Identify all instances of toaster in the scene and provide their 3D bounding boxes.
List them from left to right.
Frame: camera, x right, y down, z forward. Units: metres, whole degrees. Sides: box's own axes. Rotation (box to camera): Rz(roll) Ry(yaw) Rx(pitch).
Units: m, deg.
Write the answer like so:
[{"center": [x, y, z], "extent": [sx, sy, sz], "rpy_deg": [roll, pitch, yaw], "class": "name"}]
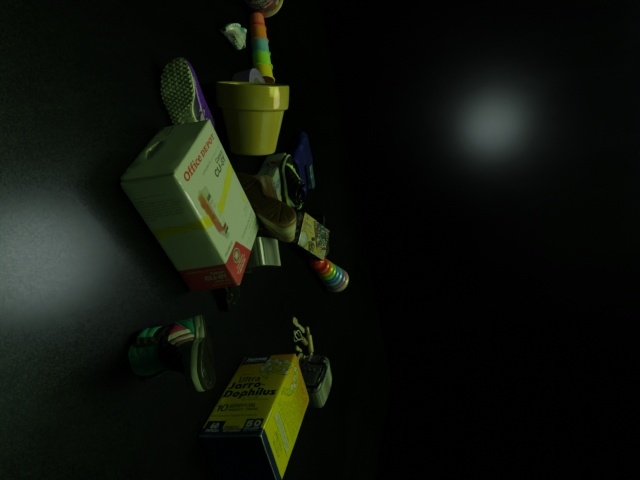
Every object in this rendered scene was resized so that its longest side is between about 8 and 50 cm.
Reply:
[{"center": [-0.226, 0.043, 1.521], "extent": [0.168, 0.186, 0.110], "rpy_deg": [12, 66, -73], "class": "toaster"}, {"center": [-0.027, 0.626, 2.007], "extent": [0.227, 0.129, 0.146], "rpy_deg": [-69, 152, -47], "class": "toaster"}]

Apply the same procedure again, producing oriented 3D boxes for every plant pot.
[{"center": [-0.241, -0.434, 1.629], "extent": [0.254, 0.254, 0.239], "rpy_deg": [-54, 149, -67], "class": "plant pot"}, {"center": [-0.224, -0.143, 1.682], "extent": [0.167, 0.167, 0.165], "rpy_deg": [31, 45, -69], "class": "plant pot"}]

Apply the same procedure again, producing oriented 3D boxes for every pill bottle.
[{"center": [-0.276, -1.077, 1.918], "extent": [0.278, 0.162, 0.162], "rpy_deg": [13, 70, -72], "class": "pill bottle"}]

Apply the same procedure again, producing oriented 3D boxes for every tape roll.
[{"center": [-0.276, -0.580, 1.829], "extent": [0.189, 0.080, 0.189], "rpy_deg": [-8, 90, -74], "class": "tape roll"}]

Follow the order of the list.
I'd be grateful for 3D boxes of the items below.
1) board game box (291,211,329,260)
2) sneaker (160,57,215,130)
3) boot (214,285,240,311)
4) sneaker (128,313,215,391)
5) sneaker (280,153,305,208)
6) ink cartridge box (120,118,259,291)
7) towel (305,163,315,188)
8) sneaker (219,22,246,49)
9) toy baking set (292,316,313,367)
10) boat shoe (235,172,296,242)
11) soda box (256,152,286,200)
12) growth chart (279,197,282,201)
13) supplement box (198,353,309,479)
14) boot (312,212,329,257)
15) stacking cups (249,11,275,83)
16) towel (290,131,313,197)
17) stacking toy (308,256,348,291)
[{"center": [-0.044, -0.015, 2.229], "extent": [0.243, 0.042, 0.165], "rpy_deg": [36, 61, -52], "class": "board game box"}, {"center": [-0.381, -0.389, 1.371], "extent": [0.146, 0.102, 0.293], "rpy_deg": [-68, 152, -67], "class": "sneaker"}, {"center": [-0.296, 0.159, 1.475], "extent": [0.099, 0.045, 0.121], "rpy_deg": [-63, 149, -59], "class": "boot"}, {"center": [-0.340, 0.265, 1.037], "extent": [0.295, 0.178, 0.124], "rpy_deg": [-144, -140, -72], "class": "sneaker"}, {"center": [-0.105, -0.240, 1.884], "extent": [0.084, 0.097, 0.234], "rpy_deg": [25, 61, -74], "class": "sneaker"}, {"center": [-0.332, -0.092, 1.264], "extent": [0.279, 0.160, 0.384], "rpy_deg": [-79, 155, -47], "class": "ink cartridge box"}, {"center": [-0.052, -0.325, 2.321], "extent": [0.067, 0.029, 0.119], "rpy_deg": [-64, 148, -66], "class": "towel"}, {"center": [-0.328, -0.785, 1.774], "extent": [0.191, 0.071, 0.083], "rpy_deg": [-44, 130, -70], "class": "sneaker"}, {"center": [-0.077, 0.470, 2.089], "extent": [0.197, 0.030, 0.256], "rpy_deg": [8, 74, -73], "class": "toy baking set"}, {"center": [-0.212, -0.109, 1.524], "extent": [0.122, 0.341, 0.110], "rpy_deg": [-34, 146, -26], "class": "boat shoe"}, {"center": [-0.201, -0.255, 1.905], "extent": [0.286, 0.091, 0.098], "rpy_deg": [-75, 152, -53], "class": "soda box"}, {"center": [-0.168, -0.140, 2.090], "extent": [0.172, 0.021, 0.237], "rpy_deg": [-19, 100, -72], "class": "growth chart"}, {"center": [-0.186, 0.535, 1.406], "extent": [0.356, 0.194, 0.195], "rpy_deg": [-61, 140, -64], "class": "supplement box"}, {"center": [0.000, 0.000, 2.473], "extent": [0.263, 0.091, 0.229], "rpy_deg": [-67, 150, -54], "class": "boot"}, {"center": [-0.268, -0.829, 1.986], "extent": [0.096, 0.096, 0.316], "rpy_deg": [22, 56, -71], "class": "stacking cups"}, {"center": [-0.107, -0.388, 2.336], "extent": [0.308, 0.076, 0.227], "rpy_deg": [-79, 162, -49], "class": "towel"}, {"center": [0.035, 0.158, 2.456], "extent": [0.330, 0.141, 0.141], "rpy_deg": [50, 36, -54], "class": "stacking toy"}]
